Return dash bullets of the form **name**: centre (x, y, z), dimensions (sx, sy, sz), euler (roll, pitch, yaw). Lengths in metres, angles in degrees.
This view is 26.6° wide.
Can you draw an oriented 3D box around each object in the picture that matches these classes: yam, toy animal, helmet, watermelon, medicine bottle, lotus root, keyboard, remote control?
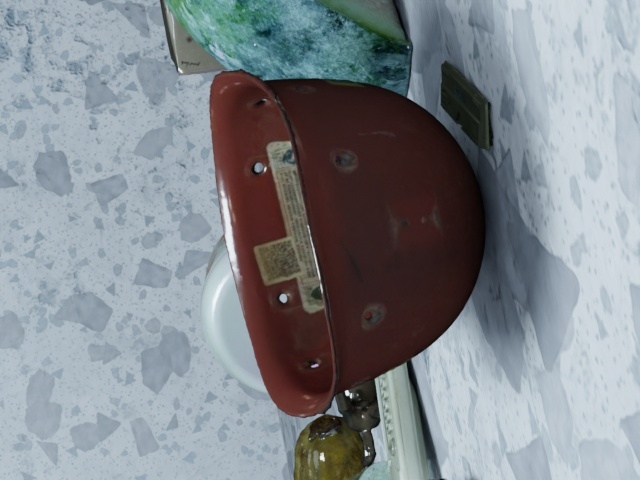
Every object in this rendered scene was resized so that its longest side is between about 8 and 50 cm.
- **yam**: centre (0.082, 0.375, 1.977), dimensions (0.259, 0.093, 0.093), euler (115, 144, -75)
- **toy animal**: centre (0.063, 0.211, 2.011), dimensions (0.148, 0.085, 0.232), euler (68, -172, -63)
- **helmet**: centre (0.044, -0.017, 1.301), dimensions (0.385, 0.230, 0.337), euler (170, 89, -73)
- **watermelon**: centre (-0.022, -0.318, 1.584), dimensions (0.387, 0.258, 0.228), euler (37, 147, 3)
- **medicine bottle**: centre (-0.043, 0.064, 1.917), dimensions (0.302, 0.241, 0.241), euler (-93, -4, -74)
- **lotus root**: centre (0.024, 0.418, 2.297), dimensions (0.145, 0.129, 0.260), euler (-139, 37, -61)
- **keyboard**: centre (0.138, -0.129, 1.280), dimensions (0.129, 0.015, 0.049), euler (-117, 24, -63)
- **remote control**: centre (0.106, 0.232, 1.781), dimensions (0.090, 0.049, 0.230), euler (99, 165, -62)

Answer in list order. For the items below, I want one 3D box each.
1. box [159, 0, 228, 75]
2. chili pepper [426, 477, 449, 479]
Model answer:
- **box**: centre (-0.136, -0.416, 2.035), dimensions (0.190, 0.225, 0.297), euler (-123, 25, -74)
- **chili pepper**: centre (0.159, 0.332, 1.507), dimensions (0.279, 0.065, 0.122), euler (-119, 24, -54)
